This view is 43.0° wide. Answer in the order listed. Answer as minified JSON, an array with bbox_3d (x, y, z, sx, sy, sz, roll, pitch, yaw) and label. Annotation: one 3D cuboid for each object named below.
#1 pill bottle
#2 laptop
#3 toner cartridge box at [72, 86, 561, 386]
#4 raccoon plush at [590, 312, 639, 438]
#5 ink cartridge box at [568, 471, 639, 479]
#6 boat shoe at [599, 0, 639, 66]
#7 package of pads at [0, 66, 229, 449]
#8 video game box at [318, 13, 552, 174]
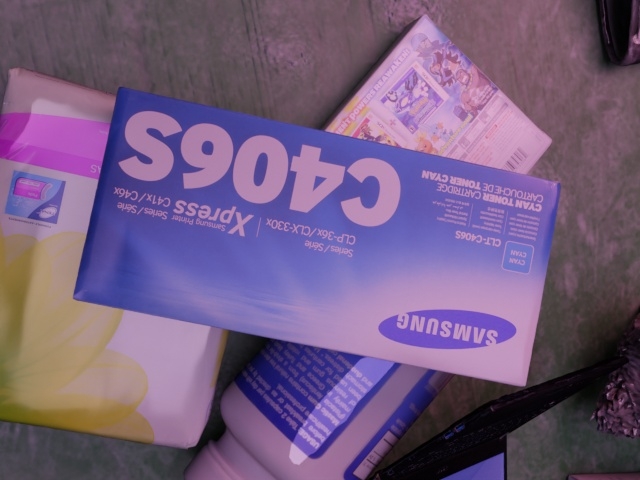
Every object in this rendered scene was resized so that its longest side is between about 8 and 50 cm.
[{"bbox_3d":[0.005,0.144,0.748,0.152,0.152,0.272,44,84,-13],"label":"pill bottle"},{"bbox_3d":[0.164,0.241,0.751,0.234,0.264,0.136,-5,60,-45],"label":"laptop"},{"bbox_3d":[0.000,0.000,0.641,0.348,0.075,0.165,11,88,-5],"label":"toner cartridge box"},{"bbox_3d":[0.481,0.178,0.744,0.299,0.446,0.216,1,107,-27],"label":"raccoon plush"},{"bbox_3d":[0.373,0.334,0.886,0.203,0.086,0.148,3,93,-13],"label":"ink cartridge box"},{"bbox_3d":[0.306,-0.330,0.813,0.105,0.113,0.306,-18,113,-6],"label":"boat shoe"},{"bbox_3d":[-0.183,0.022,0.720,0.229,0.101,0.296,13,91,-13],"label":"package of pads"},{"bbox_3d":[0.099,-0.084,0.809,0.187,0.048,0.205,42,83,-15],"label":"video game box"}]
